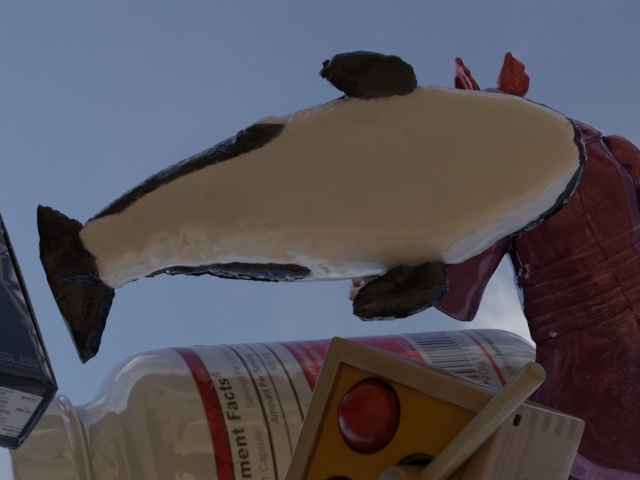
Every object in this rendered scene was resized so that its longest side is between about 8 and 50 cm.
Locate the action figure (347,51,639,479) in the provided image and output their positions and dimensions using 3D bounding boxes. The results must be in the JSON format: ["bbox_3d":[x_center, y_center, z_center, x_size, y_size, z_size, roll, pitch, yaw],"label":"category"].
[{"bbox_3d":[0.173,0.041,1.160,0.248,0.276,0.370,-26,-93,-8],"label":"action figure"}]

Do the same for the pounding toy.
[{"bbox_3d":[0.054,0.108,0.824,0.141,0.100,0.130,18,-91,42],"label":"pounding toy"}]

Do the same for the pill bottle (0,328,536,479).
[{"bbox_3d":[-0.034,0.187,1.284,0.407,0.229,0.229,-2,-117,-20],"label":"pill bottle"}]

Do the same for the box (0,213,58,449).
[{"bbox_3d":[-0.284,0.023,1.046,0.059,0.232,0.183,-55,-142,22],"label":"box"}]

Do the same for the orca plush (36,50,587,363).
[{"bbox_3d":[0.000,0.000,0.955,0.287,0.102,0.151,-27,-112,-5],"label":"orca plush"}]
